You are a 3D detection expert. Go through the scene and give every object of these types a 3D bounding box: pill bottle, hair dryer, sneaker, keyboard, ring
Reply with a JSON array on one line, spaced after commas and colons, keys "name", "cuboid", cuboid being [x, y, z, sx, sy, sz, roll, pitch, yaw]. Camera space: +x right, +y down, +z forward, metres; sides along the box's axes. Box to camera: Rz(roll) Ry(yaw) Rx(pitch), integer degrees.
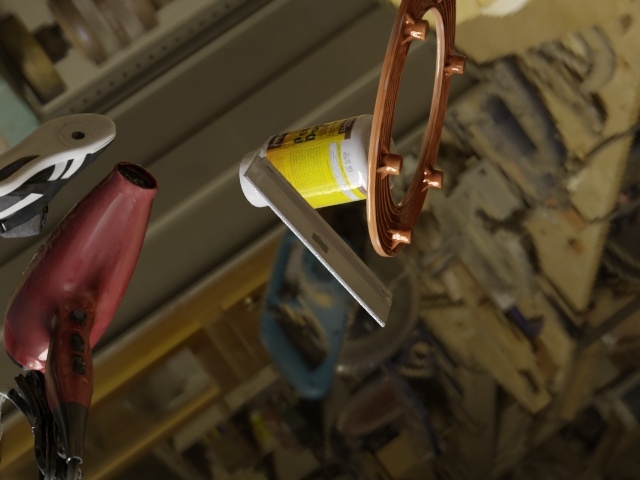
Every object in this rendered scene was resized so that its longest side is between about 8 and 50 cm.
[{"name": "pill bottle", "cuboid": [-0.006, -0.106, 1.824, 0.117, 0.215, 0.117, 26, -120, -55]}, {"name": "hair dryer", "cuboid": [-0.179, 0.082, 0.949, 0.080, 0.294, 0.223, 21, 166, -33]}, {"name": "sneaker", "cuboid": [-0.367, -0.081, 1.701, 0.079, 0.217, 0.121, 36, 142, 30]}, {"name": "keyboard", "cuboid": [0.000, 0.000, 1.566, 0.256, 0.014, 0.072, 47, -150, -11]}, {"name": "ring", "cuboid": [0.113, -0.145, 1.400, 0.032, 0.337, 0.337, 11, 156, 15]}]
